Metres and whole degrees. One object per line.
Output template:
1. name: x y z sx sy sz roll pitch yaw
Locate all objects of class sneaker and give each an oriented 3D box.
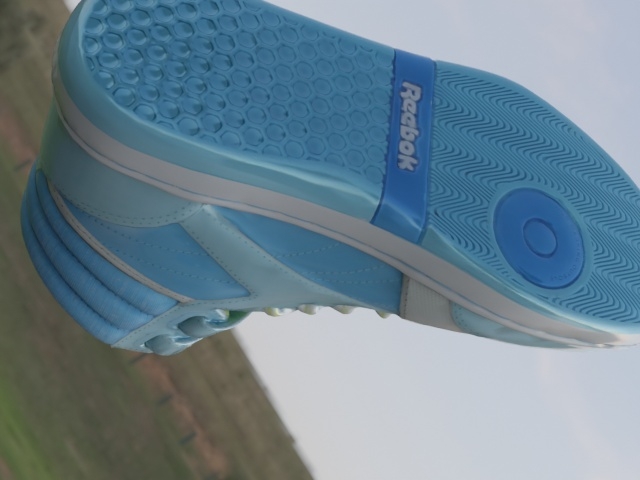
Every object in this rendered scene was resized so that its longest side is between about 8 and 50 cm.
1. sneaker: 0.000 0.000 0.806 0.319 0.127 0.208 24 -37 -12
